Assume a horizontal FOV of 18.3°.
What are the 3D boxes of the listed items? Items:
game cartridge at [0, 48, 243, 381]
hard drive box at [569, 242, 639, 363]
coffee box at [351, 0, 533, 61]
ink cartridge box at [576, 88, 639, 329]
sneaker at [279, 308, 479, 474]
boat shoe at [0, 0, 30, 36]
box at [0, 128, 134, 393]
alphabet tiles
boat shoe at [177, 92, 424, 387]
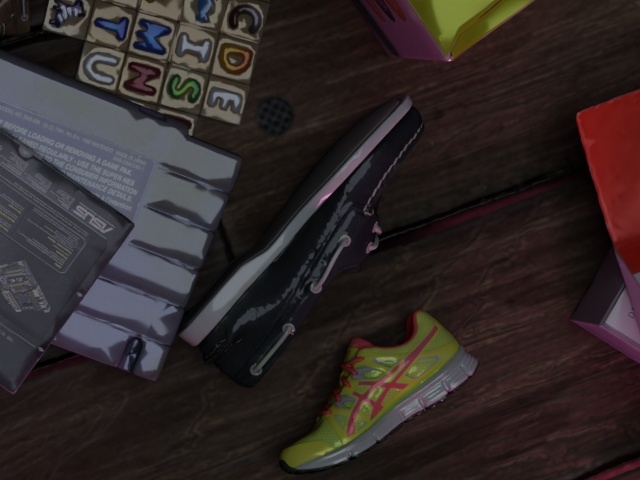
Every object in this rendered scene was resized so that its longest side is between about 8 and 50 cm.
[{"bbox_3d":[-0.269,-0.041,1.765,0.355,0.068,0.230,22,86,-12],"label":"game cartridge"},{"bbox_3d":[0.388,0.060,1.896,0.232,0.089,0.181,33,85,-12],"label":"hard drive box"},{"bbox_3d":[0.122,-0.384,1.680,0.338,0.334,0.337,-36,99,-1],"label":"coffee box"},{"bbox_3d":[0.436,0.016,1.814,0.308,0.091,0.385,-20,97,-11],"label":"ink cartridge box"},{"bbox_3d":[0.040,0.140,1.837,0.208,0.081,0.094,-34,91,-16],"label":"sneaker"},{"bbox_3d":[-0.272,-0.271,1.763,0.066,0.066,0.183,8,100,-17],"label":"boat shoe"},{"bbox_3d":[-0.304,-0.007,1.704,0.231,0.056,0.183,35,88,-11],"label":"box"},{"bbox_3d":[-0.149,-0.205,1.814,0.198,0.009,0.237,14,88,-12],"label":"alphabet tiles"},{"bbox_3d":[0.000,0.000,1.806,0.091,0.114,0.302,42,95,-10],"label":"boat shoe"}]
